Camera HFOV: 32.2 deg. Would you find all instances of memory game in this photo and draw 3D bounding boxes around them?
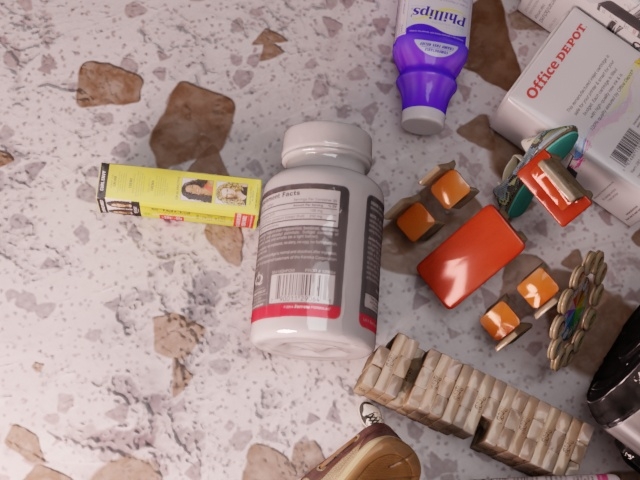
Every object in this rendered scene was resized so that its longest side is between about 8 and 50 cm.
[{"bbox_3d":[0.370,0.099,1.588,0.012,0.186,0.186,21,69,29],"label":"memory game"}]

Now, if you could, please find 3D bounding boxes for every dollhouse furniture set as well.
[{"bbox_3d":[0.250,-0.010,1.560,0.259,0.135,0.262,-43,79,22],"label":"dollhouse furniture set"}]

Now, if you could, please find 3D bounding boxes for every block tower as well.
[{"bbox_3d":[0.221,0.241,1.564,0.336,0.097,0.091,26,73,0],"label":"block tower"}]

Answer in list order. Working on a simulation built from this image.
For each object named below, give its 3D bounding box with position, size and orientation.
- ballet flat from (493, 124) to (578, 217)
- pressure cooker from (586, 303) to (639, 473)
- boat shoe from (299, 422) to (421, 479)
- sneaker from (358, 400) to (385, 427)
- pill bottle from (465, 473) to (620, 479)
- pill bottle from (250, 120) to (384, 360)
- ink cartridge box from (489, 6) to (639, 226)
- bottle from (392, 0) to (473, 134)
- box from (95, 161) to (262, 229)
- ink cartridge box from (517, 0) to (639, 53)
[{"bbox_3d":[0.311,-0.116,1.645,0.070,0.188,0.070,19,40,-17],"label":"ballet flat"},{"bbox_3d":[0.618,0.214,1.472,0.420,0.375,0.370,37,72,7],"label":"pressure cooker"},{"bbox_3d":[-0.014,0.380,1.489,0.123,0.123,0.342,41,92,-24],"label":"boat shoe"},{"bbox_3d":[0.082,0.263,1.570,0.032,0.037,0.083,-27,77,-12],"label":"sneaker"},{"bbox_3d":[0.258,0.395,1.462,0.283,0.160,0.160,-5,73,9],"label":"pill bottle"},{"bbox_3d":[0.000,0.000,1.566,0.176,0.176,0.318,6,73,-5],"label":"pill bottle"},{"bbox_3d":[0.433,-0.190,1.708,0.278,0.117,0.201,36,72,4],"label":"ink cartridge box"},{"bbox_3d":[0.171,-0.305,1.723,0.118,0.092,0.282,10,72,-5],"label":"bottle"},{"bbox_3d":[-0.204,-0.064,1.609,0.232,0.087,0.058,6,75,-6],"label":"box"},{"bbox_3d":[0.470,-0.366,1.724,0.273,0.197,0.114,35,73,4],"label":"ink cartridge box"}]
